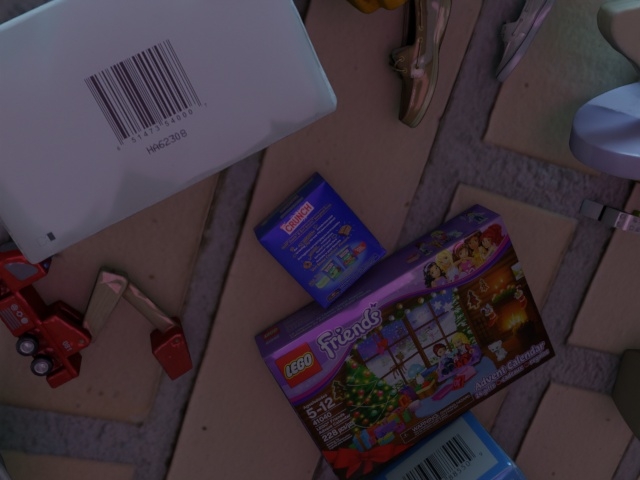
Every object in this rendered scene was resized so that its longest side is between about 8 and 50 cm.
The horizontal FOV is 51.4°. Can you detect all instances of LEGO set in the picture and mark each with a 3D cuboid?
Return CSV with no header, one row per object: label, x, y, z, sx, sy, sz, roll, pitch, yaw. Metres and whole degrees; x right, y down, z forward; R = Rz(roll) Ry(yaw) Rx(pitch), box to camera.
LEGO set,0.433,-0.030,0.774,0.227,0.093,0.087,14,103,-20

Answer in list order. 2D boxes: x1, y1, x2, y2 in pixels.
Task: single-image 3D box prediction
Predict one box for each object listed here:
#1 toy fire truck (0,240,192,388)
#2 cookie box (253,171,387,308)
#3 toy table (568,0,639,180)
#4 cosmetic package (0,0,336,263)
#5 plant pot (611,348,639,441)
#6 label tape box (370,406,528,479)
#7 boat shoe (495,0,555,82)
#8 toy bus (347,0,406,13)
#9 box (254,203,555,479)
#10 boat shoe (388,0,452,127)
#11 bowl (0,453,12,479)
toy fire truck,-0.222,0.070,0.638,0.135,0.047,0.192,-28,112,-7
cookie box,0.000,0.000,0.684,0.092,0.040,0.107,-42,114,0
toy table,0.384,-0.174,0.651,0.274,0.252,0.161,-21,129,-18
cosmetic package,-0.139,-0.122,0.503,0.224,0.225,0.138,-28,111,-6
plant pot,0.440,0.193,0.848,0.108,0.096,0.109,3,106,-17
label tape box,0.175,0.401,0.826,0.249,0.115,0.348,-38,125,-2
boat shoe,0.201,-0.213,0.682,0.035,0.035,0.100,30,102,5
toy bus,-0.045,-0.307,0.482,0.130,0.108,0.333,-36,130,5
box,0.101,0.119,0.744,0.293,0.057,0.201,-31,113,-5
boat shoe,0.090,-0.180,0.651,0.045,0.050,0.136,9,95,-16
bowl,-0.413,0.231,0.587,0.297,0.134,0.298,-5,108,-16
